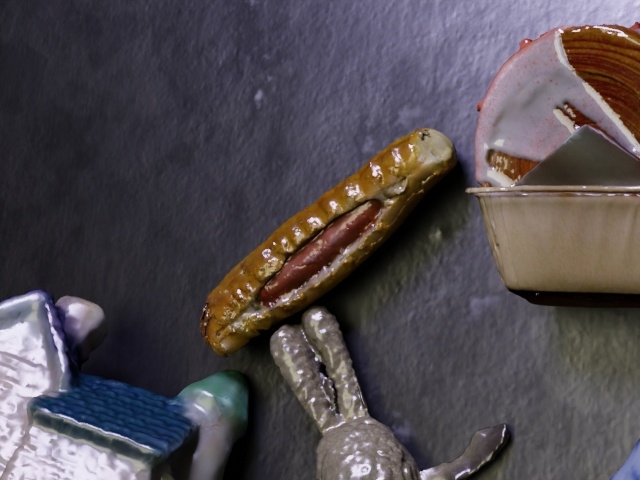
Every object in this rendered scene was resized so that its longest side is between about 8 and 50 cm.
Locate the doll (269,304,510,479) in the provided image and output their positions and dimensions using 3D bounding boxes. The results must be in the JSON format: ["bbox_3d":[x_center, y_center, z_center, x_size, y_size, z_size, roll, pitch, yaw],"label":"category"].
[{"bbox_3d":[0.030,0.197,1.262,0.286,0.091,0.202,36,68,24],"label":"doll"}]

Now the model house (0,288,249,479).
[{"bbox_3d":[-0.227,0.200,1.380,0.298,0.243,0.284,17,63,12],"label":"model house"}]

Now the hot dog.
[{"bbox_3d":[0.000,-0.001,1.327,0.289,0.068,0.083,-41,15,21],"label":"hot dog"}]

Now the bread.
[{"bbox_3d":[0.216,-0.058,1.145,0.224,0.142,0.211,0,98,36],"label":"bread"}]

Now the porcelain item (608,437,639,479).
[{"bbox_3d":[0.296,0.121,1.060,0.141,0.141,0.259,51,118,31],"label":"porcelain item"}]
